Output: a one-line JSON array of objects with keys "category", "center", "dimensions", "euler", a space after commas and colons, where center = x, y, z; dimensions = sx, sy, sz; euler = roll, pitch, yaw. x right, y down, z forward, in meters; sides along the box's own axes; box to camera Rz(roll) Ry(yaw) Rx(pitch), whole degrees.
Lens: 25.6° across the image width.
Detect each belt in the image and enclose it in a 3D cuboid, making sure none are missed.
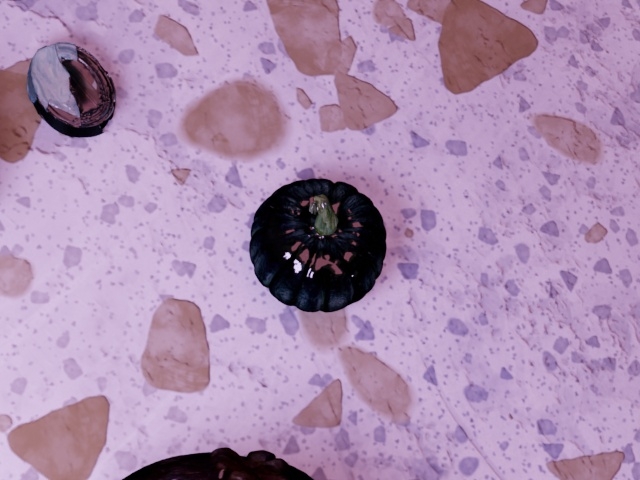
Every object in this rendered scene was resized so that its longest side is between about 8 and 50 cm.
[{"category": "belt", "center": [-0.338, -0.202, 1.904], "dimensions": [0.105, 0.058, 0.140], "euler": [-37, 89, -23]}]

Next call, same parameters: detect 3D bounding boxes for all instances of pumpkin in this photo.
[{"category": "pumpkin", "center": [-0.002, 0.006, 1.907], "dimensions": [0.194, 0.150, 0.194], "euler": [0, 91, -16]}]

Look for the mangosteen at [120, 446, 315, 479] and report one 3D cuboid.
[{"category": "mangosteen", "center": [-0.122, 0.452, 1.583], "dimensions": [0.382, 0.382, 0.435], "euler": [9, 100, -18]}]
